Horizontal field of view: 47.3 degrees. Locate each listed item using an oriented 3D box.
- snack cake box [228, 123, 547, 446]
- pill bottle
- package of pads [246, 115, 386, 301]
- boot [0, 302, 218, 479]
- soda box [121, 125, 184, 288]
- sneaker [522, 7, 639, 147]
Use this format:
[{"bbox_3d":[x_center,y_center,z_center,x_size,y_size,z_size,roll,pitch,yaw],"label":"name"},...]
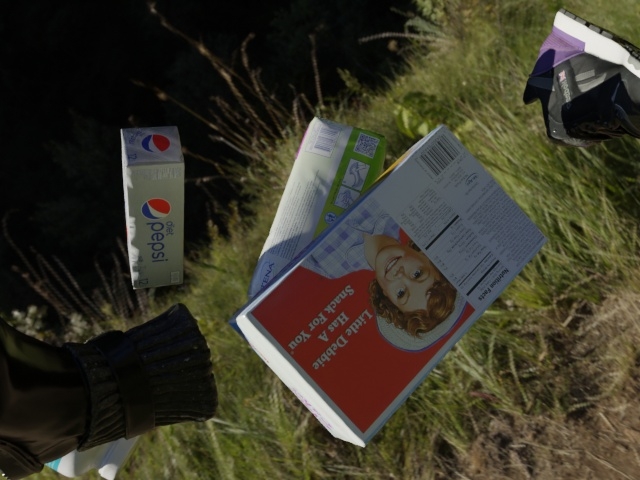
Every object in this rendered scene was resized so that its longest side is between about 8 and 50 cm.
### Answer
[{"bbox_3d":[0.065,0.038,0.677,0.264,0.152,0.089,-43,4,-18],"label":"snack cake box"},{"bbox_3d":[-0.421,0.280,1.170,0.146,0.264,0.146,-59,0,1],"label":"pill bottle"},{"bbox_3d":[0.000,0.000,0.916,0.101,0.296,0.229,19,82,6],"label":"package of pads"},{"bbox_3d":[-0.250,0.137,0.793,0.260,0.348,0.131,-15,64,-12],"label":"boot"},{"bbox_3d":[-0.278,-0.049,1.219,0.286,0.091,0.098,101,157,-45],"label":"soda box"},{"bbox_3d":[0.301,-0.134,0.751,0.283,0.107,0.124,-104,37,-58],"label":"sneaker"}]
